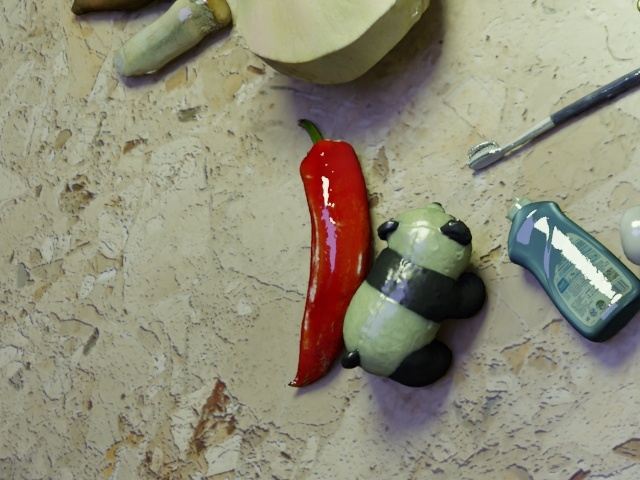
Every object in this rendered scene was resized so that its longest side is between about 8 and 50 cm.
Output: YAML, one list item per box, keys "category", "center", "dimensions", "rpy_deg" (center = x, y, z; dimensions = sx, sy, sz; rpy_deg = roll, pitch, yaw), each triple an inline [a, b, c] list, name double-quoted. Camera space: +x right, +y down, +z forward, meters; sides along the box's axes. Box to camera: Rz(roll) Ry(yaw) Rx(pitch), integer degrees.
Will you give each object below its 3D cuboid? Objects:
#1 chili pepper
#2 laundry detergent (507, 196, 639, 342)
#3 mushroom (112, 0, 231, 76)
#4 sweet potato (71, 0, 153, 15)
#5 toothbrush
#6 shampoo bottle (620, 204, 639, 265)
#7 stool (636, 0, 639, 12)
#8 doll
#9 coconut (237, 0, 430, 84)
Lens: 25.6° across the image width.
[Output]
- category: "chili pepper"
  center: [0.005, 0.004, 1.852]
  dimensions: [0.137, 0.092, 0.368]
  rpy_deg: [-9, 73, 43]
- category: "laundry detergent"
  center: [0.293, 0.023, 1.696]
  dimensions: [0.096, 0.061, 0.206]
  rpy_deg: [-48, 62, 16]
- category: "mushroom"
  center: [-0.223, -0.300, 2.044]
  dimensions: [0.209, 0.071, 0.084]
  rpy_deg: [-32, 101, 25]
- category: "sweet potato"
  center: [-0.283, -0.382, 2.090]
  dimensions: [0.243, 0.077, 0.077]
  rpy_deg: [-8, 76, 46]
- category: "toothbrush"
  center: [0.307, -0.159, 1.746]
  dimensions: [0.288, 0.024, 0.026]
  rpy_deg: [-27, 55, 24]
- category: "shampoo bottle"
  center: [0.442, -0.015, 1.611]
  dimensions: [0.192, 0.074, 0.074]
  rpy_deg: [-8, 77, 29]
- category: "stool"
  center: [0.427, -0.311, 1.654]
  dimensions: [0.135, 0.110, 0.134]
  rpy_deg: [37, 100, 31]
- category: "doll"
  center: [0.113, 0.068, 1.752]
  dimensions: [0.143, 0.135, 0.234]
  rpy_deg: [30, 92, 28]
- category: "coconut"
  center: [0.012, -0.326, 1.813]
  dimensions: [0.259, 0.259, 0.259]
  rpy_deg: [-6, 78, 29]
